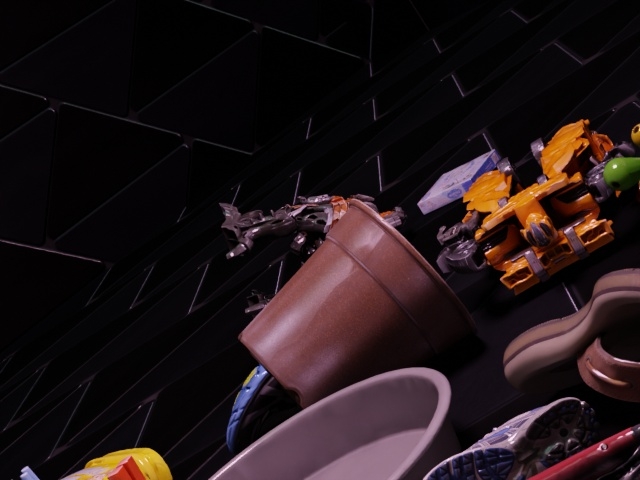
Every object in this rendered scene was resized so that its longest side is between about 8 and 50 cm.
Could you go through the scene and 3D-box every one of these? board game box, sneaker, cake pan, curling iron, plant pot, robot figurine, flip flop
[{"bbox_3d":[0.180,-0.076,1.862,0.090,0.020,0.090,-25,14,39],"label":"board game box"},{"bbox_3d":[0.123,0.151,0.969,0.135,0.052,0.058,-27,0,-4],"label":"sneaker"},{"bbox_3d":[-0.013,0.205,1.095,0.293,0.054,0.293,-32,11,7],"label":"cake pan"},{"bbox_3d":[-0.024,0.137,1.391,0.188,0.078,0.067,-50,3,-1],"label":"sneaker"},{"bbox_3d":[0.106,0.179,0.901,0.274,0.035,0.068,-28,12,26],"label":"curling iron"},{"bbox_3d":[0.026,0.079,1.297,0.165,0.167,0.167,-43,12,-6],"label":"plant pot"},{"bbox_3d":[0.217,-0.035,1.397,0.211,0.085,0.291,-31,10,15],"label":"robot figurine"},{"bbox_3d":[0.208,0.075,0.946,0.112,0.080,0.277,3,-19,-22],"label":"flip flop"}]

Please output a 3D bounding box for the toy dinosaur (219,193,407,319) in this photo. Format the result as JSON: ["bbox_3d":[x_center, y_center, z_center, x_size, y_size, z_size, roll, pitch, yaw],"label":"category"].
[{"bbox_3d":[0.000,0.000,1.757,0.218,0.164,0.322,-17,-10,4],"label":"toy dinosaur"}]

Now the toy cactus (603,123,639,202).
[{"bbox_3d":[0.357,-0.082,1.221,0.219,0.112,0.180,-32,-8,24],"label":"toy cactus"}]

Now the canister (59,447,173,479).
[{"bbox_3d":[-0.236,0.260,1.341,0.170,0.073,0.126,-21,3,-39],"label":"canister"}]

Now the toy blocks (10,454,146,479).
[{"bbox_3d":[-0.185,0.234,1.219,0.123,0.148,0.054,-40,12,-27],"label":"toy blocks"}]
